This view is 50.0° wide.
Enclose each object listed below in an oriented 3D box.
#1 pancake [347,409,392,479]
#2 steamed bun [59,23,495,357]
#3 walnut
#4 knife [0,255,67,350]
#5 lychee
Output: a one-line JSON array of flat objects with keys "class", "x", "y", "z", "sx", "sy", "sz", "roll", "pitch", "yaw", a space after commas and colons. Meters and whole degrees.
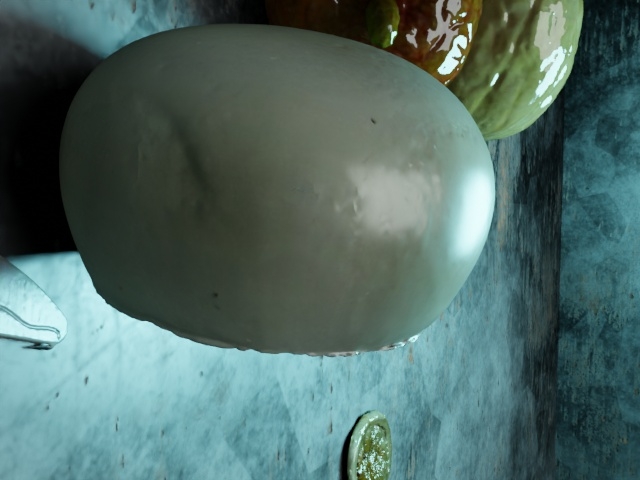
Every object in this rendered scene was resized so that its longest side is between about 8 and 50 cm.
[{"class": "pancake", "x": 0.076, "y": 0.337, "z": 1.051, "sx": 0.151, "sy": 0.025, "sz": 0.152, "roll": -10, "pitch": 101, "yaw": -62}, {"class": "steamed bun", "x": -0.029, "y": -0.056, "z": 0.529, "sx": 0.324, "sy": 0.324, "sz": 0.207, "roll": -17, "pitch": 117, "yaw": -59}, {"class": "walnut", "x": 0.246, "y": -0.312, "z": 1.033, "sx": 0.277, "sy": 0.251, "sz": 0.313, "roll": -126, "pitch": -126, "yaw": -69}, {"class": "knife", "x": -0.276, "y": 0.017, "z": 0.407, "sx": 0.336, "sy": 0.043, "sz": 0.081, "roll": 27, "pitch": 62, "yaw": -65}, {"class": "lychee", "x": 0.061, "y": -0.264, "z": 0.748, "sx": 0.300, "sy": 0.255, "sz": 0.255, "roll": -136, "pitch": -138, "yaw": -77}]
